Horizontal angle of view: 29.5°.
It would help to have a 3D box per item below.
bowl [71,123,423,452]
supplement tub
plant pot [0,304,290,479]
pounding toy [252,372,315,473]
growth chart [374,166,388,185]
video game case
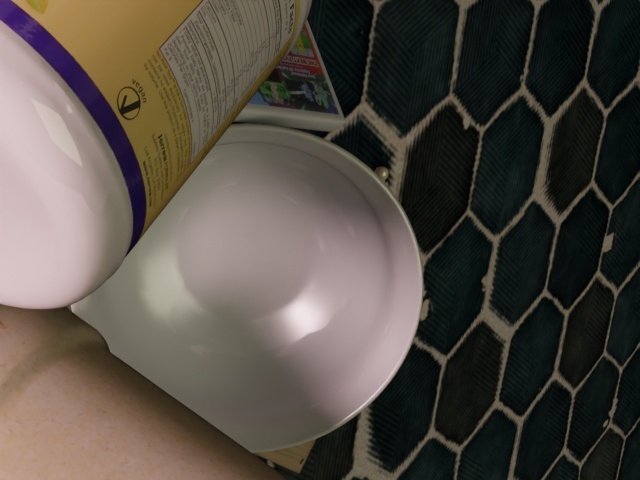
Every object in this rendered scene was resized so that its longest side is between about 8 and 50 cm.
[{"bbox_3d":[-0.065,0.028,1.073,0.134,0.297,0.298,-103,-162,-72],"label":"bowl"},{"bbox_3d":[-0.150,-0.148,0.768,0.331,0.241,0.241,-57,143,-36],"label":"supplement tub"},{"bbox_3d":[-0.151,0.235,0.871,0.334,0.305,0.334,-61,168,-22],"label":"plant pot"},{"bbox_3d":[-0.072,0.178,1.179,0.130,0.141,0.100,38,76,-52],"label":"pounding toy"},{"bbox_3d":[0.000,0.000,1.291,0.237,0.021,0.172,-7,112,-51],"label":"growth chart"},{"bbox_3d":[-0.074,-0.181,1.017,0.201,0.023,0.183,0,66,-53],"label":"video game case"}]
